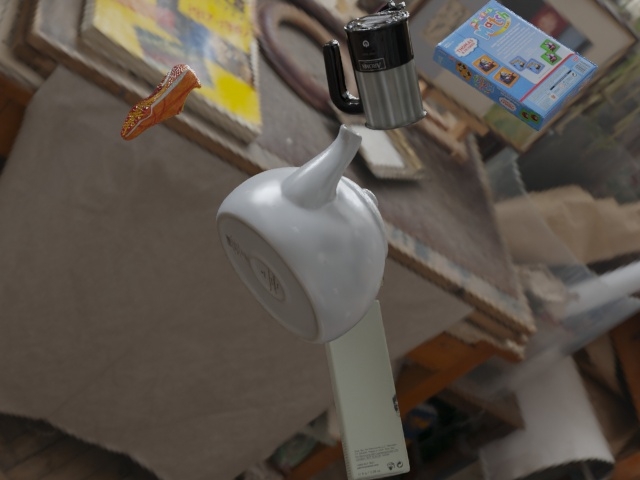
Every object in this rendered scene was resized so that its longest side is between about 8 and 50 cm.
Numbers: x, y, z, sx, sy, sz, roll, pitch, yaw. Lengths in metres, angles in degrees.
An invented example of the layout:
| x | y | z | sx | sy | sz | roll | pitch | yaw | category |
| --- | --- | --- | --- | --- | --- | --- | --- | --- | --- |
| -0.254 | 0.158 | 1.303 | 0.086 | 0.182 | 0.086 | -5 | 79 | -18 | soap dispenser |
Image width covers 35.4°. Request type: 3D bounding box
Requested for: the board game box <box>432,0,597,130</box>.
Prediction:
| x | y | z | sx | sy | sz | roll | pitch | yaw | category |
| --- | --- | --- | --- | --- | --- | --- | --- | --- | --- |
| 0.312 | -0.286 | 1.614 | 0.211 | 0.039 | 0.160 | 39 | 60 | 17 | board game box |

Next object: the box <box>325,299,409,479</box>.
| x | y | z | sx | sy | sz | roll | pitch | yaw | category |
| --- | --- | --- | --- | --- | --- | --- | --- | --- | --- |
| 0.069 | 0.242 | 1.608 | 0.113 | 0.094 | 0.275 | 102 | -20 | -76 | box |

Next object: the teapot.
| x | y | z | sx | sy | sz | roll | pitch | yaw | category |
| --- | --- | --- | --- | --- | --- | --- | --- | --- | --- |
| 0.000 | 0.000 | 1.314 | 0.187 | 0.256 | 0.252 | -38 | 105 | -22 | teapot |

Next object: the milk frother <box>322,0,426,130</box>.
| x | y | z | sx | sy | sz | roll | pitch | yaw | category |
| --- | --- | --- | --- | --- | --- | --- | --- | --- | --- |
| 0.088 | -0.233 | 1.312 | 0.143 | 0.129 | 0.135 | -33 | 121 | -37 | milk frother |

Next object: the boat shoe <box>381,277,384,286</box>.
| x | y | z | sx | sy | sz | roll | pitch | yaw | category |
| --- | --- | --- | --- | --- | --- | --- | --- | --- | --- |
| 0.046 | 0.029 | 1.570 | 0.080 | 0.073 | 0.223 | 48 | -9 | 30 | boat shoe |

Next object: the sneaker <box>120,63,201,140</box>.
| x | y | z | sx | sy | sz | roll | pitch | yaw | category |
| --- | --- | --- | --- | --- | --- | --- | --- | --- | --- |
| -0.282 | -0.235 | 1.786 | 0.067 | 0.175 | 0.064 | 49 | -2 | -37 | sneaker |
